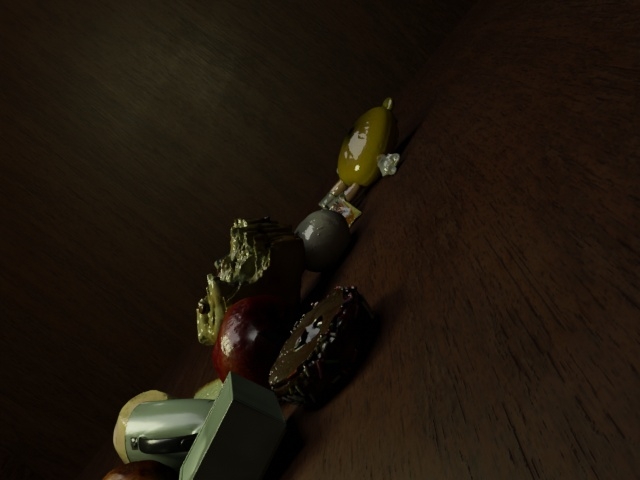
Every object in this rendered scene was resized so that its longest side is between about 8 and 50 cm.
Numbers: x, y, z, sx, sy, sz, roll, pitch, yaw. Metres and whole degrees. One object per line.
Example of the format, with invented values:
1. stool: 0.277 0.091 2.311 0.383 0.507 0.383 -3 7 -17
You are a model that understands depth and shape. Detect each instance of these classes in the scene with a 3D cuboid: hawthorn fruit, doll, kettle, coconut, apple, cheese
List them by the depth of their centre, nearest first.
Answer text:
1. apple: -0.364 0.562 1.548 0.230 0.230 0.230 -50 9 11
2. kettle: -0.301 0.430 1.659 0.236 0.161 0.221 -8 -8 23
3. hawthorn fruit: -0.138 0.266 1.701 0.230 0.210 0.266 -53 -13 -60
4. coconut: -0.461 0.546 2.119 0.197 0.237 0.237 2 39 25
5. cheese: 0.000 0.000 2.195 0.198 0.154 0.189 -51 14 1
6. doll: 0.133 -0.240 2.529 0.423 0.161 0.348 -46 32 28

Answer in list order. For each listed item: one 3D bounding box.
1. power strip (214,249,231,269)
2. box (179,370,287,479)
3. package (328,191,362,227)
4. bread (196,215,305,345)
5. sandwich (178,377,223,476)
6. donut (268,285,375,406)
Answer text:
1. power strip: -0.219 0.142 2.402 0.105 0.257 0.070 -38 4 -28
2. box: -0.167 0.394 1.443 0.225 0.117 0.225 -63 9 -1
3. package: 0.068 -0.082 2.406 0.108 0.031 0.121 -50 52 16
4. bread: -0.173 0.106 2.046 0.370 0.191 0.314 -17 -67 -60
5. sandwich: -0.306 0.494 1.915 0.271 0.099 0.301 -30 24 51
6. donut: 0.006 0.208 1.495 0.270 0.103 0.270 -49 11 13
